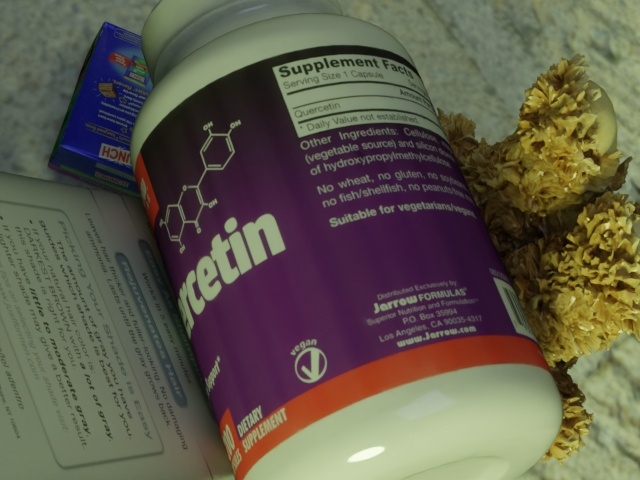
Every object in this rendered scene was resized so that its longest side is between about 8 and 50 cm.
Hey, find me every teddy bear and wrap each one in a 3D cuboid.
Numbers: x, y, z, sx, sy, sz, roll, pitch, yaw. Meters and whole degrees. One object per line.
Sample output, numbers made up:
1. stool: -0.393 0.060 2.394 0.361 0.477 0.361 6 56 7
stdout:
1. teddy bear: 0.109 0.028 0.954 0.113 0.338 0.245 -15 88 -23

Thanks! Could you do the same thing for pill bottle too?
1. pill bottle: 0.000 0.000 0.873 0.181 0.181 0.323 -10 63 -25

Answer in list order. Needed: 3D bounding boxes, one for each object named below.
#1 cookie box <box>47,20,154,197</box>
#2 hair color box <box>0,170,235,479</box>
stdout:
1. cookie box: -0.131 -0.087 1.075 0.091 0.040 0.107 22 62 -13
2. hair color box: -0.148 0.071 0.832 0.113 0.374 0.185 -28 78 17
